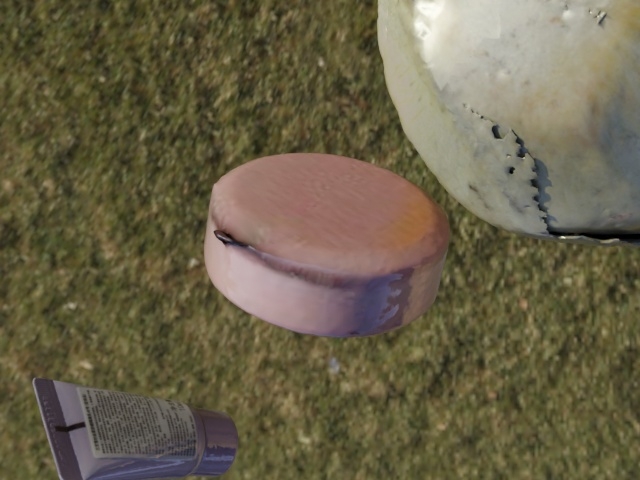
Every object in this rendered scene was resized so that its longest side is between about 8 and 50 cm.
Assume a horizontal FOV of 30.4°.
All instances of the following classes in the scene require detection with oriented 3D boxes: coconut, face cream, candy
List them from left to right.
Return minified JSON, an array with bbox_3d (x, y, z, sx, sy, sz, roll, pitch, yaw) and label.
[{"bbox_3d":[-0.232,0.250,1.498,0.274,0.154,0.096,16,130,-43],"label":"face cream"},{"bbox_3d":[0.000,0.000,1.170,0.255,0.255,0.094,11,121,3],"label":"candy"},{"bbox_3d":[0.220,-0.161,0.949,0.353,0.352,0.352,6,129,7],"label":"coconut"}]
